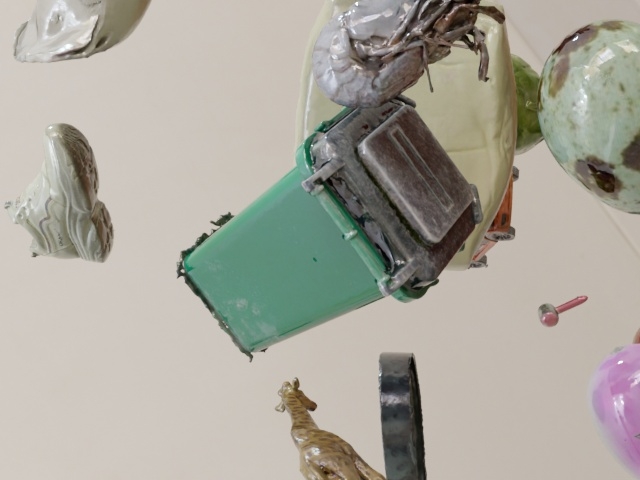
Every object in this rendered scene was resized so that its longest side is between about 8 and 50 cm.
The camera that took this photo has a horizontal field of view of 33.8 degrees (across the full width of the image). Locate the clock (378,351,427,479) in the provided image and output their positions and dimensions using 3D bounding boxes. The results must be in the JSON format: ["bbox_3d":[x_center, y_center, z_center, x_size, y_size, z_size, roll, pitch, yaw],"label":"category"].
[{"bbox_3d":[0.156,0.361,1.971,0.061,0.313,0.312,-5,-23,8],"label":"clock"}]

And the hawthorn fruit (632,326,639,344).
[{"bbox_3d":[0.669,0.190,1.919,0.157,0.157,0.194,-9,-27,-40],"label":"hawthorn fruit"}]

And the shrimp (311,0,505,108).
[{"bbox_3d":[0.149,-0.267,1.291,0.343,0.145,0.116,-27,-28,0],"label":"shrimp"}]

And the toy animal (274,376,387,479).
[{"bbox_3d":[0.013,0.228,1.114,0.149,0.275,0.054,20,-78,-48],"label":"toy animal"}]

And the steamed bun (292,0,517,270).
[{"bbox_3d":[0.142,-0.196,1.788,0.371,0.456,0.290,8,14,-2],"label":"steamed bun"}]

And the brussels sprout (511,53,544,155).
[{"bbox_3d":[0.360,-0.272,2.155,0.244,0.244,0.244,-25,-24,-12],"label":"brussels sprout"}]

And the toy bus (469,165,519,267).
[{"bbox_3d":[0.283,-0.047,2.058,0.153,0.143,0.329,7,-15,-5],"label":"toy bus"}]

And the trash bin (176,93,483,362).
[{"bbox_3d":[0.000,0.000,1.467,0.381,0.259,0.295,-34,7,38],"label":"trash bin"}]

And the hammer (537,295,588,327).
[{"bbox_3d":[0.383,0.107,1.659,0.083,0.031,0.052,-26,16,11],"label":"hammer"}]

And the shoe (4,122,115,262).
[{"bbox_3d":[-0.578,-0.089,2.246,0.210,0.132,0.342,-4,-53,3],"label":"shoe"}]

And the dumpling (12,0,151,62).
[{"bbox_3d":[-0.422,-0.446,1.889,0.260,0.341,0.181,2,-13,38],"label":"dumpling"}]

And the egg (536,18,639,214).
[{"bbox_3d":[0.332,-0.132,1.162,0.169,0.169,0.231,-29,-68,-3],"label":"egg"}]

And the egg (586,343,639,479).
[{"bbox_3d":[0.571,0.306,1.797,0.196,0.271,0.196,-35,12,8],"label":"egg"}]
